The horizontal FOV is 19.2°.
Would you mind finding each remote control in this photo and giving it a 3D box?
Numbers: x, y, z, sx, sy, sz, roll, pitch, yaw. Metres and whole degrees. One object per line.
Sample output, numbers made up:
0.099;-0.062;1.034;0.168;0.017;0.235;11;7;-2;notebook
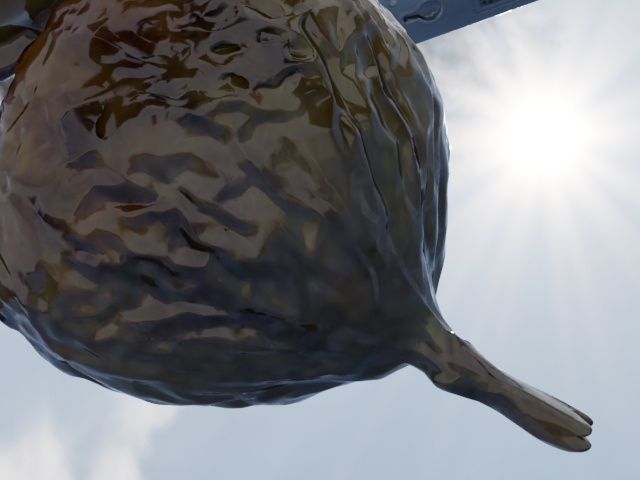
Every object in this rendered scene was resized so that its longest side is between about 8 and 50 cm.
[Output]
0.143;-0.228;1.612;0.244;0.087;0.047;-20;-129;-3;remote control

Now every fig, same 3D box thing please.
0.000;0.000;1.041;0.369;0.286;0.286;34;-115;26;fig

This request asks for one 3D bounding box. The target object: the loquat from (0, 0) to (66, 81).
-0.257;-0.251;1.279;0.328;0.359;0.328;-41;179;-1;loquat
